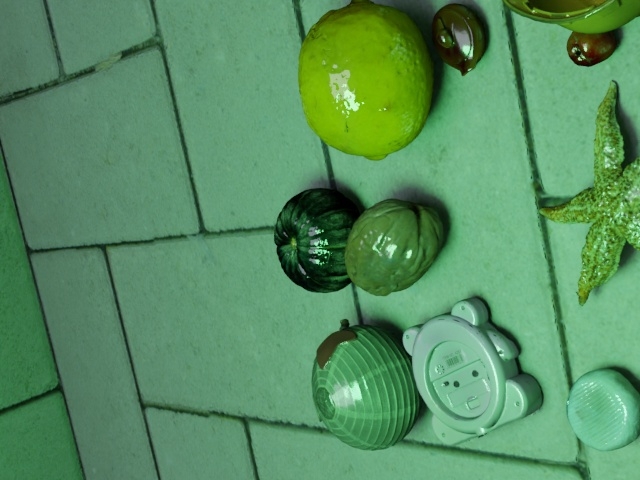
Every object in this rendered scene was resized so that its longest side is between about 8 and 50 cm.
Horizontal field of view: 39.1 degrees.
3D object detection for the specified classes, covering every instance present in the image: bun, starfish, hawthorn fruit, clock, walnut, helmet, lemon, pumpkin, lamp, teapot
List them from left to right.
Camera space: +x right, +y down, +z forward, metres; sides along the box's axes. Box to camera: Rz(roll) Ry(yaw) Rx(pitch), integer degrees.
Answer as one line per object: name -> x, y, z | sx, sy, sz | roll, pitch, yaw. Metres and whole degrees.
pumpkin -> 0.000, 0.000, 1.887 | 0.221, 0.162, 0.220 | 7, 99, 51
lamp -> 0.089, 0.299, 1.850 | 0.233, 0.233, 0.265 | 12, 108, 43
lemon -> 0.083, -0.288, 1.639 | 0.260, 0.261, 0.283 | 35, 126, 33
walnut -> 0.134, 0.018, 1.744 | 0.178, 0.178, 0.230 | 50, 138, 22
teapot -> 0.237, -0.351, 1.577 | 0.098, 0.078, 0.129 | -28, 83, 47
clock -> 0.278, 0.251, 1.727 | 0.228, 0.090, 0.247 | -34, 75, 37
hawthorn fruit -> 0.421, -0.305, 1.408 | 0.077, 0.077, 0.077 | 18, 116, 41
helmet -> 0.412, -0.385, 1.341 | 0.257, 0.140, 0.205 | 17, 83, 54
bun -> 0.491, 0.288, 1.540 | 0.141, 0.083, 0.140 | 7, 99, 48
starfish -> 0.465, -0.069, 1.429 | 0.347, 0.078, 0.357 | -25, 78, 56
